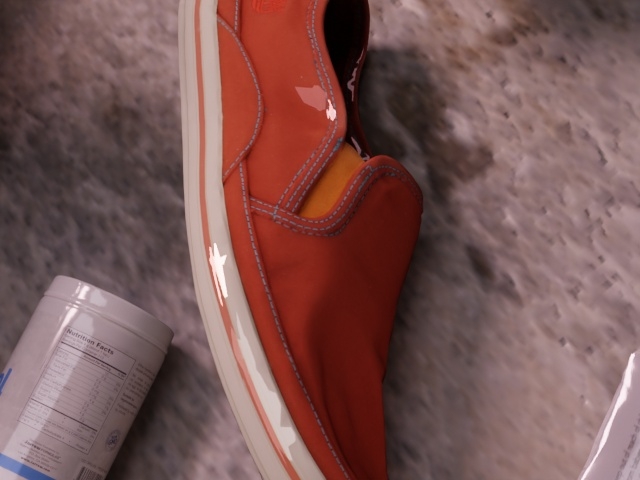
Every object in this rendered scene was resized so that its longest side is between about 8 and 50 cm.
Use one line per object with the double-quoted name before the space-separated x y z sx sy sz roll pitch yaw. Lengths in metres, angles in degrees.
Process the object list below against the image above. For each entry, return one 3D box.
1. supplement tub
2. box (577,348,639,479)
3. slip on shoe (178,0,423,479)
"supplement tub" -0.126 0.079 0.628 0.071 0.071 0.107 18 73 25
"box" 0.146 0.132 0.434 0.103 0.203 0.114 20 77 26
"slip on shoe" 0.000 0.000 0.598 0.101 0.123 0.331 -14 59 9
